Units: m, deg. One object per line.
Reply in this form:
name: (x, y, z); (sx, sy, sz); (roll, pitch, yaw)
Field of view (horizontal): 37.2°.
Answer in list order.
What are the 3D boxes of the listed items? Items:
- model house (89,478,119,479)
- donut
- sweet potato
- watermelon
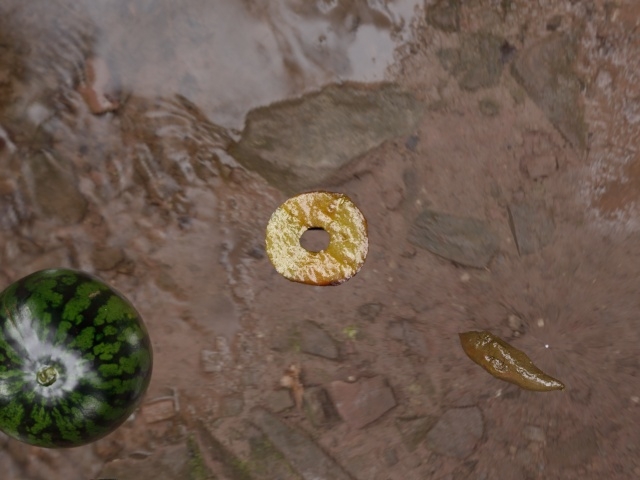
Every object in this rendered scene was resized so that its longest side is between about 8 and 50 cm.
model house: (-0.248, 0.437, 1.096); (0.237, 0.202, 0.237); (14, 46, 21)
donut: (0.000, -0.001, 1.692); (0.190, 0.074, 0.174); (-14, 87, 13)
sweet potato: (0.293, 0.191, 1.493); (0.206, 0.068, 0.060); (28, 56, 34)
watermelon: (-0.406, 0.183, 1.490); (0.285, 0.285, 0.285); (-1, 83, 13)
